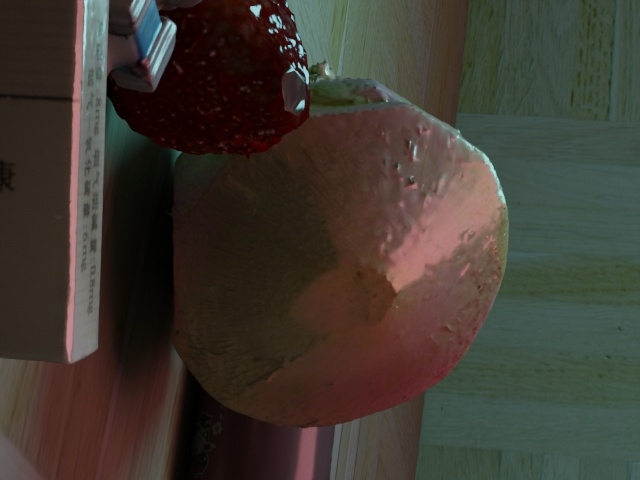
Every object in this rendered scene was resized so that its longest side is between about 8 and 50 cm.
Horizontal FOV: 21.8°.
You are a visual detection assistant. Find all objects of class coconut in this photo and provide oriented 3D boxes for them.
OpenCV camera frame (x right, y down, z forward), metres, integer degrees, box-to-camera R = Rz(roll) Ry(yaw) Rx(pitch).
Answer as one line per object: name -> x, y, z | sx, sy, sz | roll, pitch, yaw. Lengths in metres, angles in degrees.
coconut -> 0.000, 0.000, 1.091 | 0.245, 0.233, 0.233 | -130, -139, -75

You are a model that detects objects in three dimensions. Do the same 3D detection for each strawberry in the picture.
strawberry -> -0.061, -0.111, 0.954 | 0.131, 0.148, 0.131 | -4, 95, -50

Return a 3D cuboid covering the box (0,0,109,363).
box -> -0.138, -0.084, 0.560 | 0.035, 0.139, 0.245 | -22, 114, -77

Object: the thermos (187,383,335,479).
thermos -> -0.038, 0.115, 1.285 | 0.136, 0.110, 0.330 | 63, 32, -71

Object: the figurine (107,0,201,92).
figurine -> -0.095, -0.151, 0.822 | 0.137, 0.112, 0.229 | 69, 38, -51
